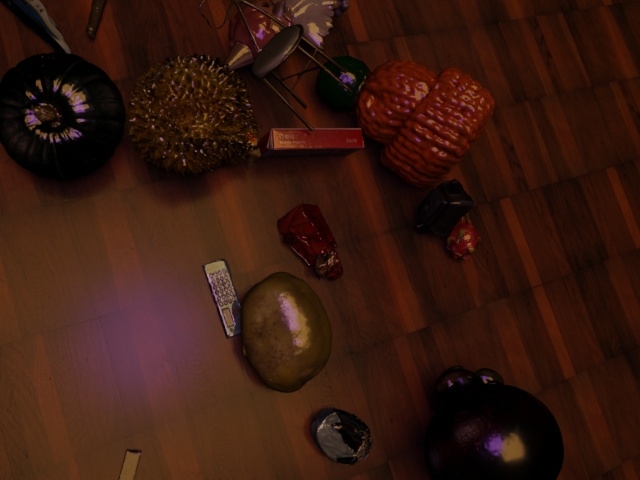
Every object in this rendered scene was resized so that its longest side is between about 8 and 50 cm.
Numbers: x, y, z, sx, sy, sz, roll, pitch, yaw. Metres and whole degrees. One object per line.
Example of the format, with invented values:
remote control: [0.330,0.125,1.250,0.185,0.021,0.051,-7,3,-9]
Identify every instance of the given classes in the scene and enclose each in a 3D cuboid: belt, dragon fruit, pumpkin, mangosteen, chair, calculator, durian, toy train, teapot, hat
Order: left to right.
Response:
toy train: [-0.617,-0.487,1.199,0.234,0.052,0.051,42,65,-5]
pumpkin: [-0.514,-0.243,1.093,0.250,0.216,0.249,-1,102,-7]
durian: [-0.262,-0.257,1.174,0.293,0.258,0.258,-14,83,-35]
calculator: [-0.205,0.124,1.216,0.057,0.018,0.172,-18,85,-19]
chair: [-0.092,-0.401,1.173,0.326,0.160,0.170,40,23,-31]
dragon fruit: [-0.016,0.011,1.287,0.092,0.122,0.192,-33,94,18]
belt: [0.045,0.424,1.209,0.140,0.058,0.105,33,76,-12]
hat: [0.201,-0.336,1.336,0.400,0.285,0.285,44,69,7]
teapot: [0.284,-0.080,1.341,0.096,0.177,0.087,4,46,-34]
dragon fruit: [0.356,-0.011,1.393,0.086,0.081,0.116,18,74,-2]
mangosteen: [0.356,0.420,1.187,0.297,0.297,0.313,-21,88,-21]

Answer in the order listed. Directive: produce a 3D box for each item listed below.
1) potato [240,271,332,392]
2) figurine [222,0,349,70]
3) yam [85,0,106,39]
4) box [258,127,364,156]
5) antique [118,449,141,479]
potato: [-0.075,0.191,1.170,0.197,0.148,0.228,-35,83,-8]
figurine: [-0.107,-0.505,1.307,0.387,0.166,0.207,-36,88,-23]
yam: [-0.507,-0.512,1.251,0.033,0.027,0.129,32,62,-51]
box: [-0.027,-0.226,1.294,0.229,0.123,0.050,-4,89,-19]
antique: [-0.386,0.504,1.074,0.031,0.015,0.192,16,73,-13]
